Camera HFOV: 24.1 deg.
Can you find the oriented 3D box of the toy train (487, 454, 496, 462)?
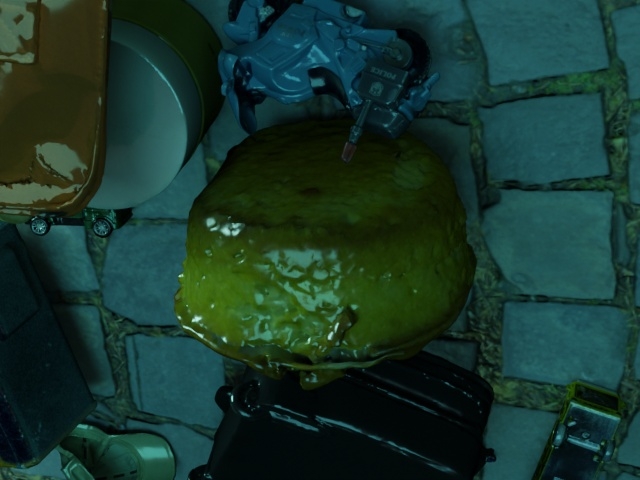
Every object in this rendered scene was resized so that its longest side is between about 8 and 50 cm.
[{"bbox_3d":[0.193,0.285,2.000,0.083,0.017,0.017,1,111,13],"label":"toy train"}]

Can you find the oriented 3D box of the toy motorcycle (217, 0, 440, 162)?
[{"bbox_3d":[-0.007,-0.189,1.707,0.272,0.123,0.182,22,83,18],"label":"toy motorcycle"}]

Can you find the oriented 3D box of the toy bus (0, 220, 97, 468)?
[{"bbox_3d":[-0.447,0.133,1.969,0.194,0.162,0.323,-2,119,35],"label":"toy bus"}]

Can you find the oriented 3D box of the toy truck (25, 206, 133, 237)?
[{"bbox_3d":[-0.318,-0.051,1.917,0.147,0.065,0.079,4,115,14],"label":"toy truck"}]

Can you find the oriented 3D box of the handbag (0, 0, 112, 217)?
[{"bbox_3d":[-0.427,-0.184,1.592,0.410,0.116,0.303,5,121,-3],"label":"handbag"}]

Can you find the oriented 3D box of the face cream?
[{"bbox_3d":[-0.235,-0.171,1.764,0.218,0.179,0.218,6,119,11],"label":"face cream"}]

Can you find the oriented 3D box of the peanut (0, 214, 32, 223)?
[{"bbox_3d":[-0.375,-0.126,1.847,0.100,0.099,0.214,-5,77,16],"label":"peanut"}]

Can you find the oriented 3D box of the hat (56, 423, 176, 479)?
[{"bbox_3d":[-0.287,0.314,2.111,0.166,0.081,0.122,-8,77,2],"label":"hat"}]

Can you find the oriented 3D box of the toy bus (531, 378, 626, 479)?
[{"bbox_3d":[0.324,0.292,1.939,0.081,0.074,0.226,17,121,5],"label":"toy bus"}]

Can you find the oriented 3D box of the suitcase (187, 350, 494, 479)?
[{"bbox_3d":[0.031,0.250,1.871,0.339,0.188,0.345,23,146,-3],"label":"suitcase"}]

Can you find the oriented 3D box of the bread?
[{"bbox_3d":[0.000,0.001,1.695,0.337,0.358,0.204,0,119,15],"label":"bread"}]
